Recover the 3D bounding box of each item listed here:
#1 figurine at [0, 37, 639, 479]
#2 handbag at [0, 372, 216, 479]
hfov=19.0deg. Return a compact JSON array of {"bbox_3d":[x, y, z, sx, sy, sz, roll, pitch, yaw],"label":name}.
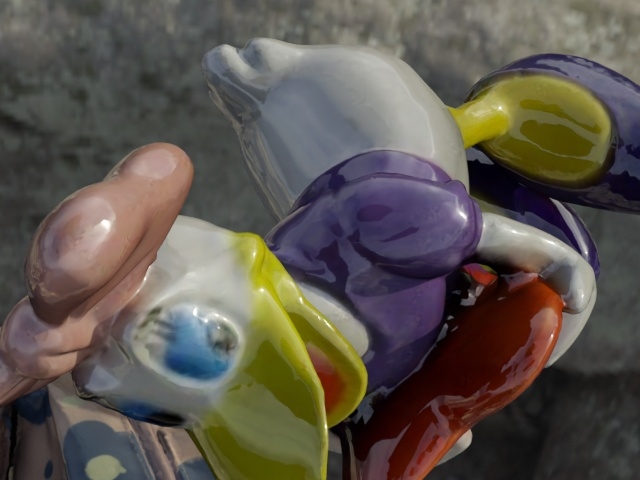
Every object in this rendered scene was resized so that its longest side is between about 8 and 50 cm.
[{"bbox_3d":[0.005,0.002,0.758,0.193,0.154,0.421,46,32,2],"label":"figurine"},{"bbox_3d":[-0.082,0.157,0.925,0.190,0.193,0.251,-12,48,-20],"label":"handbag"}]
